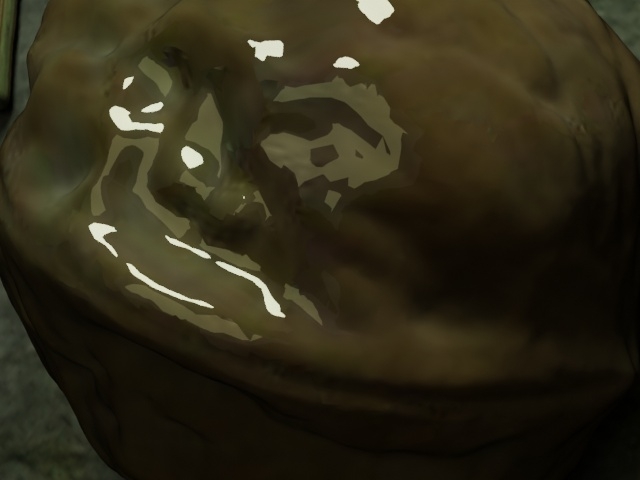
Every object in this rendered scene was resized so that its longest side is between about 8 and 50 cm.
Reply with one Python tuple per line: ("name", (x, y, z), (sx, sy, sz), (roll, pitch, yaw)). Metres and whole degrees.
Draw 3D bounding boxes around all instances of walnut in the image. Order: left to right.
("walnut", (0.001, -0.003, 0.670), (0.273, 0.227, 0.273), (-6, 74, 23))

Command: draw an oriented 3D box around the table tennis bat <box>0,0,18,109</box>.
("table tennis bat", (-0.174, -0.214, 0.954), (0.173, 0.022, 0.301), (-4, 72, 29))
